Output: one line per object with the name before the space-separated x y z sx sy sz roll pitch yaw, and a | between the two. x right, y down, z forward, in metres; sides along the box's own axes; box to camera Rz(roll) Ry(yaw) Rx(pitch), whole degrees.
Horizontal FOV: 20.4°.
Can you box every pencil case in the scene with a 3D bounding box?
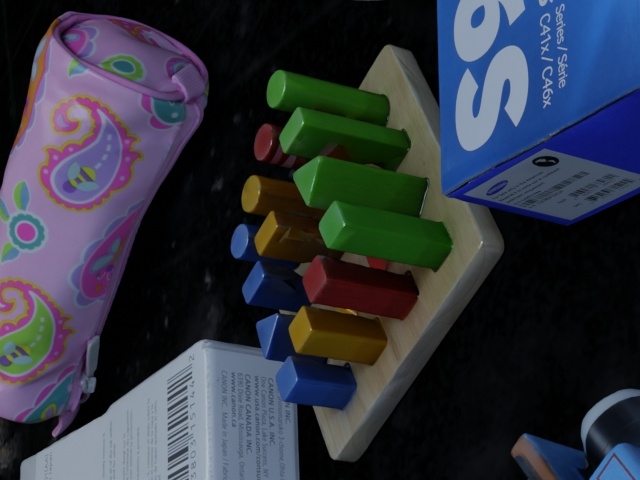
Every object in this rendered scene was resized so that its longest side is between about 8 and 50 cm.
pencil case | -0.170 -0.009 1.195 0.284 0.124 0.124 -66 32 23

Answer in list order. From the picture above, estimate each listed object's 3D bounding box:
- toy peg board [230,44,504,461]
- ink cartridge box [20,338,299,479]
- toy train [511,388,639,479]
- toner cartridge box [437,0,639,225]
toy peg board | 0.000 0.000 0.926 0.161 0.079 0.161 -58 35 32
ink cartridge box | -0.100 0.237 1.030 0.261 0.066 0.296 -34 51 51
toy train | 0.132 0.130 0.658 0.105 0.080 0.184 -57 32 17
toner cartridge box | 0.123 -0.198 0.785 0.165 0.075 0.348 -29 56 52
